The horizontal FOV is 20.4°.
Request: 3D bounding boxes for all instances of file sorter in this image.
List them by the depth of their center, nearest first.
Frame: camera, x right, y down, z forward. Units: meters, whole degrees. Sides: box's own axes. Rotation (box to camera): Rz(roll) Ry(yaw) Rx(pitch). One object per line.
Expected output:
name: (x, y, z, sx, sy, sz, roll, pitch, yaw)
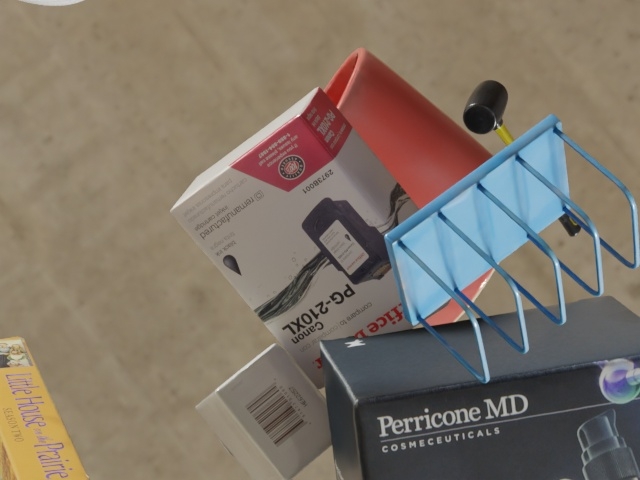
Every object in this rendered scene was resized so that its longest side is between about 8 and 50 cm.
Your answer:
file sorter: (0.155, 0.011, 1.395, 0.104, 0.170, 0.118, 45, 164, 33)

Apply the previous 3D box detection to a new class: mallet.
mallet: (0.214, -0.086, 1.850, 0.189, 0.039, 0.062, 48, -145, -22)

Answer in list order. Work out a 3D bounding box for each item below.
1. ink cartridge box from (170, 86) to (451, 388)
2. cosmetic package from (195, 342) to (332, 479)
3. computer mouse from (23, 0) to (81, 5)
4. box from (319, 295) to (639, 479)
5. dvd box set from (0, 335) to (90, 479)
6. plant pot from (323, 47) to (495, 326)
ink cartridge box: (0.000, 0.000, 1.742, 0.237, 0.172, 0.100, 51, -157, -10)
cosmetic package: (-0.053, 0.181, 1.808, 0.117, 0.085, 0.231, 52, 169, 1)
computer mouse: (-0.259, -0.220, 1.523, 0.106, 0.193, 0.042, -67, -26, -64)
box: (0.177, 0.279, 1.628, 0.212, 0.293, 0.395, -128, 30, -77)
dvd box set: (-0.247, 0.287, 1.508, 0.420, 0.062, 0.307, -139, 49, -67)
plant pot: (0.079, -0.041, 1.997, 0.243, 0.275, 0.275, 29, 179, -8)
